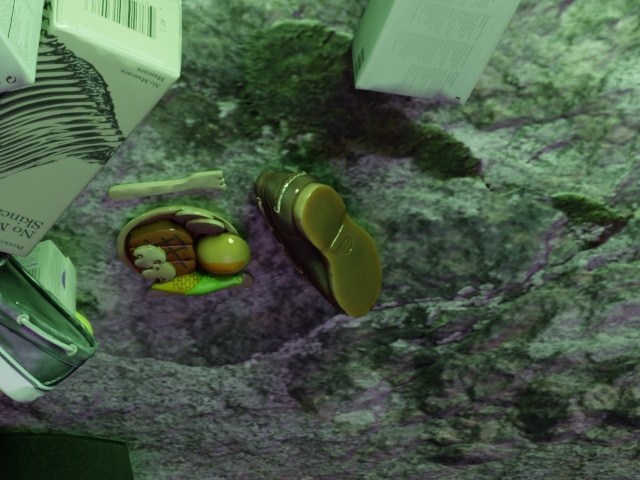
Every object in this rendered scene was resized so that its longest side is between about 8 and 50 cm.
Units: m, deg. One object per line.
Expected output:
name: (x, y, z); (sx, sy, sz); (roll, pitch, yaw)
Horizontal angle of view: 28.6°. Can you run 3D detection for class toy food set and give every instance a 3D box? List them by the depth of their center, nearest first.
toy food set: (-0.136, 0.011, 1.243); (0.132, 0.038, 0.192); (-7, 143, 4)

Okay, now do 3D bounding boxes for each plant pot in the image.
plant pot: (-0.313, 0.348, 1.574); (0.167, 0.187, 0.188); (-10, 145, -16)

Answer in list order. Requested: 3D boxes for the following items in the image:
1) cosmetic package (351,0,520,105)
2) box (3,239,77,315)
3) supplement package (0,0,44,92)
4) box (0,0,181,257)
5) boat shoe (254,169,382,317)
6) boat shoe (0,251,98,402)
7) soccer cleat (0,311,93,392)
cosmetic package: (0.105, -0.208, 0.956); (0.099, 0.060, 0.239); (9, 142, -14)
box: (-0.406, 0.076, 1.279); (0.324, 0.067, 0.063); (-15, 142, 11)
supplement package: (-0.320, -0.199, 0.846); (0.194, 0.149, 0.203); (-13, 143, 11)
box: (-0.228, -0.104, 1.031); (0.113, 0.094, 0.275); (19, 137, -29)
boat shoe: (0.000, 0.000, 1.228); (0.073, 0.073, 0.207); (20, 153, 34)
boat shoe: (-0.324, 0.019, 1.142); (0.102, 0.108, 0.301); (-35, 111, 12)
soccer cleat: (-0.371, 0.132, 1.364); (0.289, 0.093, 0.121); (-20, 172, 12)
